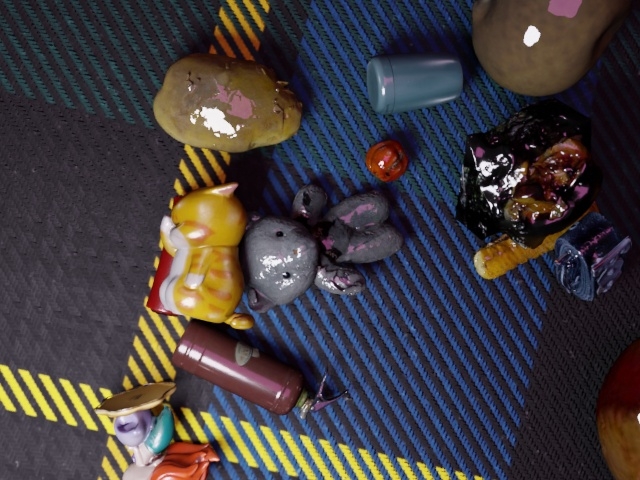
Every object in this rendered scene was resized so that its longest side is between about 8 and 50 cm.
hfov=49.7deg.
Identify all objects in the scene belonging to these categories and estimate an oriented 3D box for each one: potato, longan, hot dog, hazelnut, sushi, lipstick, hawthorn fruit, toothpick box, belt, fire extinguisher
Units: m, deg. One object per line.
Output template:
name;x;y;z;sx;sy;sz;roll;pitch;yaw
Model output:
potato;-0.182;-0.272;1.378;0.296;0.141;0.191;8;90;-6
longan;0.453;-0.459;1.360;0.288;0.288;0.350;25;95;-2
hot dog;0.453;-0.007;1.441;0.289;0.068;0.083;-29;97;-5
hazelnut;0.729;0.359;1.310;0.421;0.352;0.420;6;61;-11
sushi;0.420;-0.113;1.350;0.227;0.215;0.212;-24;50;-21
lipstick;-0.284;0.031;1.387;0.080;0.080;0.241;13;87;-3
hawthorn fruit;0.141;-0.167;1.421;0.093;0.093;0.093;0;87;-4
toothpick box;0.195;-0.326;1.412;0.184;0.120;0.120;-8;88;-6
belt;0.526;0.043;1.378;0.128;0.218;0.122;-39;57;-1
fire extinguisher;-0.114;0.257;1.375;0.344;0.102;0.138;25;84;-2

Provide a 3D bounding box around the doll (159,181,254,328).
doll;-0.215;0.028;1.286;0.162;0.167;0.269;-2;93;-26

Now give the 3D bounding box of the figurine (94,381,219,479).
figurine;-0.313;0.417;1.325;0.208;0.181;0.257;-16;96;-33

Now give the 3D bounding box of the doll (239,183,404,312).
doll;-0.002;-0.001;1.365;0.341;0.158;0.245;-16;80;-3
